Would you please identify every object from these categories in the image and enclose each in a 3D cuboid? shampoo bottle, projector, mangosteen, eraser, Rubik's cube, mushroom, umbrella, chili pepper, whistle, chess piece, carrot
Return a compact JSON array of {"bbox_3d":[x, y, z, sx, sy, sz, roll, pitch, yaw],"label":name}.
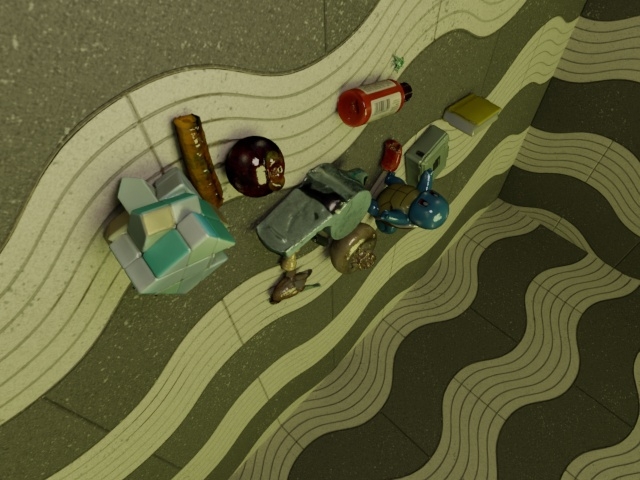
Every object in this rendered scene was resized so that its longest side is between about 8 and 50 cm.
[{"bbox_3d":[0.175,-0.413,1.375,0.278,0.104,0.104,-30,148,-40],"label":"shampoo bottle"},{"bbox_3d":[0.458,-0.342,1.989,0.192,0.099,0.257,-49,156,-10],"label":"projector"},{"bbox_3d":[-0.145,-0.168,1.100,0.152,0.152,0.152,-40,154,-25],"label":"mangosteen"},{"bbox_3d":[0.637,-0.532,1.967,0.226,0.158,0.069,-35,153,-34],"label":"eraser"},{"bbox_3d":[-0.318,-0.020,0.945,0.224,0.213,0.265,-38,168,4],"label":"Rubik's cube"},{"bbox_3d":[0.142,0.034,1.861,0.226,0.178,0.226,-36,142,-34],"label":"mushroom"},{"bbox_3d":[0.001,-0.002,1.736,0.036,0.031,0.133,-52,157,4],"label":"umbrella"},{"bbox_3d":[0.261,-0.309,1.725,0.123,0.073,0.070,98,5,-53],"label":"chili pepper"},{"bbox_3d":[-0.006,-0.100,1.415,0.404,0.168,0.188,-26,146,-45],"label":"whistle"},{"bbox_3d":[-0.093,0.023,1.579,0.060,0.060,0.172,-27,144,-44],"label":"chess piece"},{"bbox_3d":[-0.259,-0.161,1.010,0.070,0.070,0.260,-40,151,-25],"label":"carrot"}]

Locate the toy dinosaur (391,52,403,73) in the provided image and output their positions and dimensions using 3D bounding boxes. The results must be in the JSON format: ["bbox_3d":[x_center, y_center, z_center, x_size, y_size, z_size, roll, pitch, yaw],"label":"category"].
[{"bbox_3d":[0.240,-0.543,1.415,0.062,0.021,0.083,-47,161,-27],"label":"toy dinosaur"}]

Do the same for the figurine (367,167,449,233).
[{"bbox_3d":[0.301,-0.135,1.819,0.298,0.243,0.416,-35,-169,-24],"label":"figurine"}]

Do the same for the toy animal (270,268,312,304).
[{"bbox_3d":[-0.108,0.171,1.736,0.188,0.089,0.179,-31,166,-40],"label":"toy animal"}]

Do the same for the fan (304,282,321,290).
[{"bbox_3d":[-0.054,0.196,1.937,0.193,0.016,0.038,-3,130,-58],"label":"fan"}]
